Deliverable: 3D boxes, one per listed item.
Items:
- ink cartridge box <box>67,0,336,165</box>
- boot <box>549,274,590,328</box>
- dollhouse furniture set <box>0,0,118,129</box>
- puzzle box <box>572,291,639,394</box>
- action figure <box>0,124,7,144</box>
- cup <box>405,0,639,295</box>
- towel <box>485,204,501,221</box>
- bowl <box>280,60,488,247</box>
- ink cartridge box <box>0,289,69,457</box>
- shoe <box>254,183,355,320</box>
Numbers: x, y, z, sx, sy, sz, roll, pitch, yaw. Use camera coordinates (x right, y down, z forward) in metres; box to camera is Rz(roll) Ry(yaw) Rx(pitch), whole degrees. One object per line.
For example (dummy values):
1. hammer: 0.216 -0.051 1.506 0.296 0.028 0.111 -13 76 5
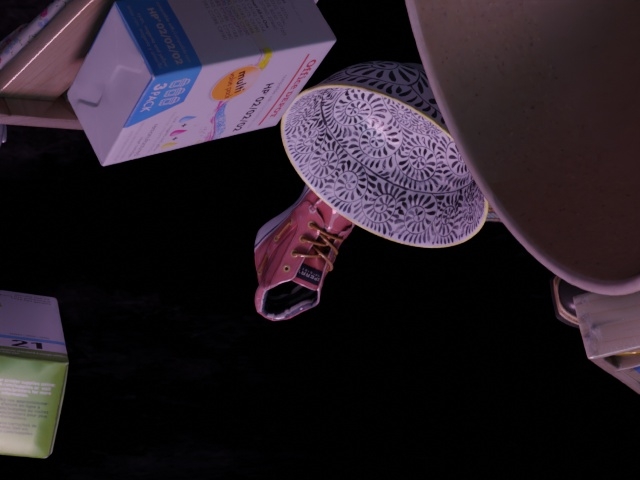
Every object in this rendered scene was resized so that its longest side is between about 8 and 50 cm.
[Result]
1. ink cartridge box: -0.064 -0.118 1.009 0.181 0.061 0.104 -17 160 -35
2. boot: 0.306 0.026 1.281 0.198 0.077 0.137 -8 170 -16
3. dollhouse furniture set: -0.132 -0.230 0.981 0.303 0.174 0.355 -37 161 27
4. puzzle box: 0.380 0.068 1.258 0.272 0.052 0.409 -16 164 17
5. action figure: -0.329 -0.070 1.177 0.185 0.099 0.285 6 143 3
6. cup: 0.217 -0.162 0.871 0.237 0.331 0.331 -19 151 -17
7. towel: 0.286 -0.084 1.186 0.370 0.040 0.271 1 146 0
8. bowl: 0.063 -0.080 1.140 0.170 0.080 0.170 23 149 15
9. ink cartridge box: -0.329 0.078 1.327 0.189 0.255 0.097 8 111 -18
10. shoe: 0.000 0.000 1.282 0.063 0.081 0.178 20 142 -26
